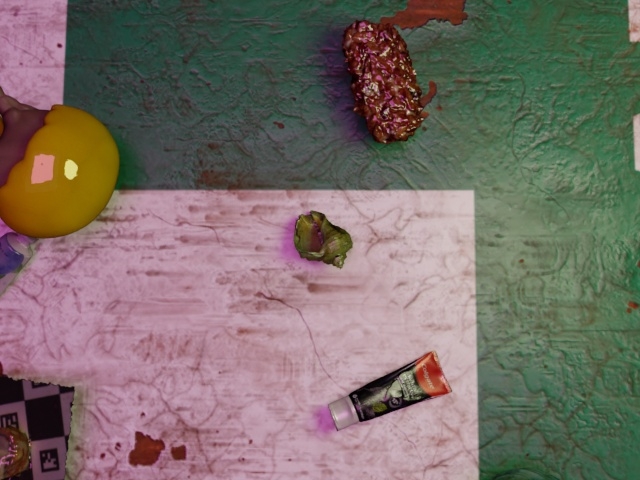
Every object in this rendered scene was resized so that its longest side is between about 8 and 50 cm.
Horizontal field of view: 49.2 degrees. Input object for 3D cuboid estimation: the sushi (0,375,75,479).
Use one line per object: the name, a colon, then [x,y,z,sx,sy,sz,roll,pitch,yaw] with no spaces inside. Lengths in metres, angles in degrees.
sushi: [-0.553,0.363,1.050,0.339,0.069,0.320,4,85,15]

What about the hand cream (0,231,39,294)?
hand cream: [-0.517,0.035,1.132,0.142,0.053,0.084,-41,85,8]

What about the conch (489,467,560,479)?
conch: [0.297,0.432,1.020,0.202,0.134,0.196,42,85,4]

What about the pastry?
pastry: [0.098,-0.252,1.115,0.115,0.097,0.208,-18,83,6]

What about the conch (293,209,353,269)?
conch: [0.000,0.000,1.102,0.089,0.074,0.121,-14,58,-33]

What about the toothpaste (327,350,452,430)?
toothpaste: [0.106,0.238,1.094,0.193,0.045,0.071,-20,84,-6]

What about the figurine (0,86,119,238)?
figurine: [-0.486,-0.120,1.087,0.344,0.187,0.215,11,72,9]
